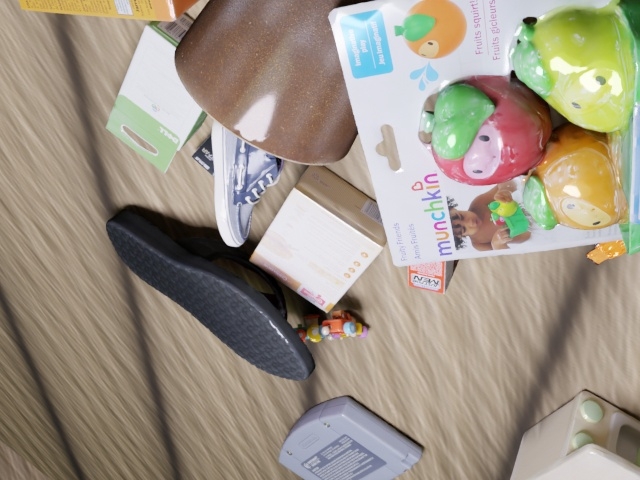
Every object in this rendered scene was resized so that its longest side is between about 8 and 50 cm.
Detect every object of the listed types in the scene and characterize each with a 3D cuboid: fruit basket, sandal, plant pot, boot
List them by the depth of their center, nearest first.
[{"bbox_3d":[0.214,-0.097,0.691,0.353,0.165,0.327,-10,131,9],"label":"fruit basket"},{"bbox_3d":[-0.001,-0.231,0.729,0.215,0.215,0.230,35,124,-4],"label":"plant pot"},{"bbox_3d":[-0.093,-0.077,0.987,0.086,0.069,0.190,4,117,14],"label":"boot"},{"bbox_3d":[-0.164,0.055,1.135,0.446,0.107,0.167,31,147,30],"label":"sandal"}]

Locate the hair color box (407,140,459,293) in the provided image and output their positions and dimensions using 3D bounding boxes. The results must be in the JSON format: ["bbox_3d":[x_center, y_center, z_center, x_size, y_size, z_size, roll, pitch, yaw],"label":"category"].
[{"bbox_3d":[0.145,-0.026,0.903,0.053,0.093,0.167,14,136,20],"label":"hair color box"}]

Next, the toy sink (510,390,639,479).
[{"bbox_3d":[0.403,0.322,1.058,0.153,0.131,0.234,29,143,3],"label":"toy sink"}]

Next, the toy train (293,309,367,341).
[{"bbox_3d":[0.002,0.132,1.144,0.166,0.046,0.125,-12,165,39],"label":"toy train"}]

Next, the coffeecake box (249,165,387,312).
[{"bbox_3d":[0.000,0.000,1.032,0.142,0.068,0.185,34,138,-2],"label":"coffeecake box"}]

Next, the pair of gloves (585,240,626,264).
[{"bbox_3d":[0.330,-0.009,0.872,0.083,0.010,0.074,38,138,-6],"label":"pair of gloves"}]

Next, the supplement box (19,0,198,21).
[{"bbox_3d":[-0.260,-0.318,0.874,0.233,0.078,0.080,9,134,23],"label":"supplement box"}]

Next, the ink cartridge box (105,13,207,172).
[{"bbox_3d":[-0.201,-0.194,0.968,0.109,0.062,0.209,37,139,-6],"label":"ink cartridge box"}]

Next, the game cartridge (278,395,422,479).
[{"bbox_3d":[0.040,0.405,1.412,0.198,0.062,0.297,39,138,-2],"label":"game cartridge"}]

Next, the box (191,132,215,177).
[{"bbox_3d":[-0.134,-0.112,1.040,0.083,0.018,0.067,43,137,-13],"label":"box"}]
